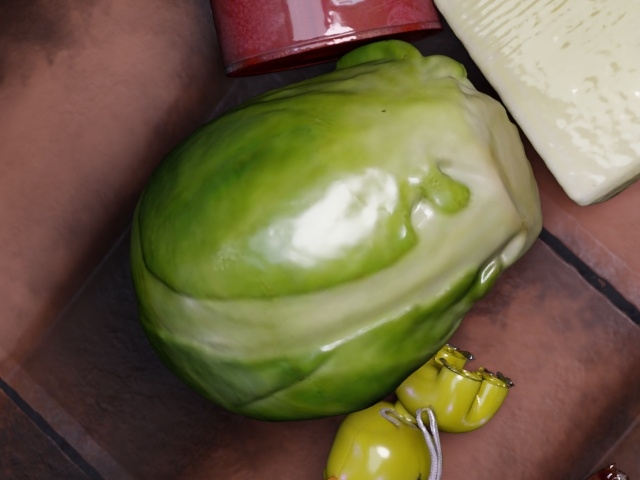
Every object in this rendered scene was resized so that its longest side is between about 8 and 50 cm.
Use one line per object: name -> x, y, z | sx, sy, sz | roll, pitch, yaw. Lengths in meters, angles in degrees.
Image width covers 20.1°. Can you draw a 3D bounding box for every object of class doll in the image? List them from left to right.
doll -> 0.075, 0.195, 1.660 | 0.135, 0.143, 0.221 | 38, 103, 43

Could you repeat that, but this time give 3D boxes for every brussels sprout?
brussels sprout -> 0.000, 0.000, 1.559 | 0.371, 0.315, 0.276 | -22, 102, 33

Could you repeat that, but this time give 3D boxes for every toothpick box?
toothpick box -> -0.022, -0.327, 1.596 | 0.204, 0.204, 0.333 | -11, 93, 21

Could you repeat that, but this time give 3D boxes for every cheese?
cheese -> 0.271, -0.198, 1.541 | 0.265, 0.124, 0.242 | -36, 81, 20

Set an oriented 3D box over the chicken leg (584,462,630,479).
chicken leg -> 0.169, 0.334, 1.666 | 0.177, 0.083, 0.322 | 17, 103, 9
